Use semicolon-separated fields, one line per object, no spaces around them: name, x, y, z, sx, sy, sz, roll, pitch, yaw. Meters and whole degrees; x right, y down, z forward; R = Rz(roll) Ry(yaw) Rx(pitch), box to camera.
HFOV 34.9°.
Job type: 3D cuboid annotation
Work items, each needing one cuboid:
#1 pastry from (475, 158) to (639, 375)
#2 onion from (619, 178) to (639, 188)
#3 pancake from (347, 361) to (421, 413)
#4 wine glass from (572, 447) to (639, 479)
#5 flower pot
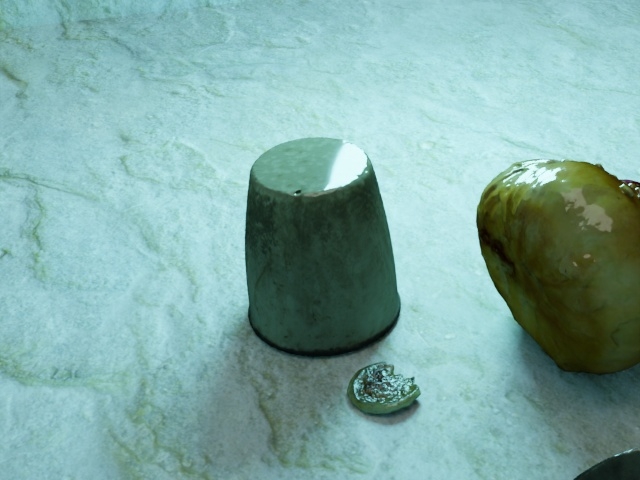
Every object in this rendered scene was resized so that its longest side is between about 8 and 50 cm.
pastry;0.442;0.030;1.729;0.245;0.409;0.409;-28;38;-14
onion;0.592;-0.030;1.968;0.153;0.177;0.177;-43;44;-13
pancake;0.106;0.255;1.742;0.116;0.022;0.130;-31;37;-34
wine glass;0.455;0.463;1.179;0.267;0.267;0.406;-8;37;-5
flower pot;0.000;0.000;1.869;0.294;0.330;0.293;-2;33;1
